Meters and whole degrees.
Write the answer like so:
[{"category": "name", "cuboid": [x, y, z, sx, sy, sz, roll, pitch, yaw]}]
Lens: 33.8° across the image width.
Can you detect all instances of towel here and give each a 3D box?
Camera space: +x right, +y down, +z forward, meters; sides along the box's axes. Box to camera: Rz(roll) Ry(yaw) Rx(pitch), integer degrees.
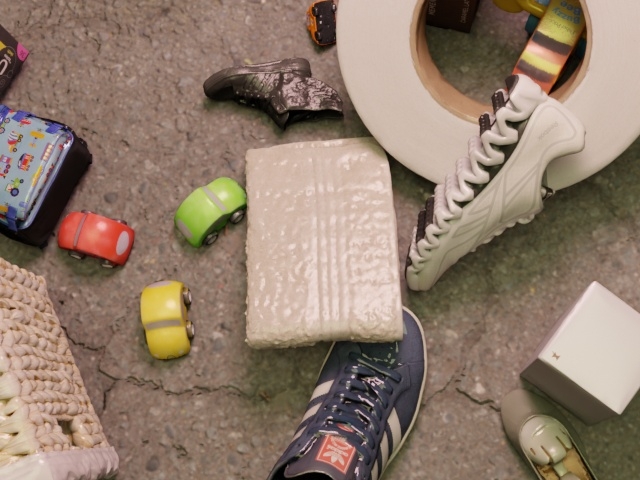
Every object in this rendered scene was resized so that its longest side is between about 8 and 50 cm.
[{"category": "towel", "cuboid": [0.000, 0.000, 1.268, 0.187, 0.049, 0.282, -4, 59, 4]}]

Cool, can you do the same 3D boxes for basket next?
[{"category": "basket", "cuboid": [-0.435, 0.197, 1.128, 0.331, 0.328, 0.267, -23, 81, -3]}]

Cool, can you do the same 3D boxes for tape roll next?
[{"category": "tape roll", "cuboid": [0.212, -0.240, 1.216, 0.391, 0.072, 0.392, 6, 114, 14]}]

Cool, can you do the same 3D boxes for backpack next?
[{"category": "backpack", "cuboid": [-0.399, -0.094, 1.317, 0.173, 0.117, 0.158, 24, 78, 12]}]

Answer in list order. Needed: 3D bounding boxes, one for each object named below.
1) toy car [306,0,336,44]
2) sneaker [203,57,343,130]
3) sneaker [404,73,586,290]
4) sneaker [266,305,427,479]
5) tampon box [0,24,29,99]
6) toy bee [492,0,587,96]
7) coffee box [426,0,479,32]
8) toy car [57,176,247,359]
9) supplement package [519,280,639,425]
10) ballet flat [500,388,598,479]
[{"category": "toy car", "cuboid": [0.027, -0.307, 1.387, 0.122, 0.060, 0.040, -37, 32, -22]}, {"category": "sneaker", "cuboid": [-0.061, -0.181, 1.345, 0.170, 0.051, 0.089, -12, 71, -2]}, {"category": "sneaker", "cuboid": [0.194, -0.044, 1.216, 0.118, 0.110, 0.292, 28, 119, -7]}, {"category": "sneaker", "cuboid": [0.027, 0.227, 1.190, 0.131, 0.148, 0.350, 21, 79, 9]}, {"category": "tampon box", "cuboid": [-0.484, -0.255, 1.349, 0.161, 0.120, 0.101, 25, 80, 18]}, {"category": "toy bee", "cuboid": [0.304, -0.300, 1.292, 0.195, 0.162, 0.298, 7, 77, 8]}, {"category": "coffee box", "cuboid": [0.180, -0.410, 1.337, 0.098, 0.141, 0.247, 15, 77, 7]}, {"category": "toy car", "cuboid": [-0.187, -0.001, 1.309, 0.225, 0.053, 0.239, -41, 77, -6]}, {"category": "supplement package", "cuboid": [0.303, 0.131, 1.176, 0.105, 0.179, 0.105, 37, 82, 12]}, {"category": "ballet flat", "cuboid": [0.281, 0.261, 1.204, 0.072, 0.068, 0.213, -30, 76, -3]}]
